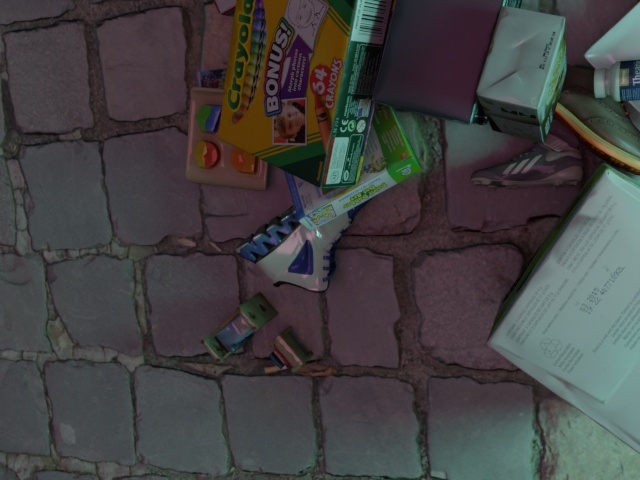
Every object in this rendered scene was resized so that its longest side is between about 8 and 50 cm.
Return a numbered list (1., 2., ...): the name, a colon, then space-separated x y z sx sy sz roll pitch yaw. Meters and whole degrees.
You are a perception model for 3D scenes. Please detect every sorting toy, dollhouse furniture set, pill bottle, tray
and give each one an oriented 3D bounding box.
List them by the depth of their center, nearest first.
1. pill bottle: 0.522 -0.267 1.167 0.120 0.067 0.067 1 100 28
2. tray: 0.595 -0.273 1.185 0.270 0.030 0.145 46 125 2
3. sorting toy: -0.199 -0.216 1.495 0.193 0.038 0.208 8 102 16
4. dollhouse furniture set: -0.137 0.234 1.526 0.129 0.129 0.184 -43 85 19

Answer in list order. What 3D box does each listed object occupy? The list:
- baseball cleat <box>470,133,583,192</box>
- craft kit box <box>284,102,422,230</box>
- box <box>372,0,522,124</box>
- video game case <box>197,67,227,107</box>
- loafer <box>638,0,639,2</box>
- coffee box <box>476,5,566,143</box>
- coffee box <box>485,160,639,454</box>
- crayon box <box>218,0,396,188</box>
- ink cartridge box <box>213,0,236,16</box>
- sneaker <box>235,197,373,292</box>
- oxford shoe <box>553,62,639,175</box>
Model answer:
1. baseball cleat: 0.393 -0.149 1.338 0.205 0.072 0.109 1 85 13
2. craft kit box: 0.043 -0.177 1.360 0.246 0.061 0.250 -30 51 18
3. box: 0.234 -0.365 1.223 0.182 0.294 0.296 16 103 14
4. video game case: -0.168 -0.272 1.508 0.183 0.023 0.201 -3 99 18
5. loafer: 0.588 -0.384 1.210 0.092 0.102 0.269 -23 92 14
6. coffee box: 0.329 -0.256 1.127 0.098 0.246 0.141 18 91 20
7. coffee box: 0.526 0.099 1.188 0.338 0.334 0.338 34 108 11
8. crayon box: -0.038 -0.316 1.269 0.313 0.106 0.363 28 116 40
9. ink cartridge box: -0.164 -0.506 1.400 0.063 0.150 0.109 -23 92 23
10. sneaker: -0.001 0.001 1.460 0.315 0.127 0.182 -32 102 13
11. oxford shoe: 0.505 -0.229 1.252 0.363 0.130 0.133 36 102 9
